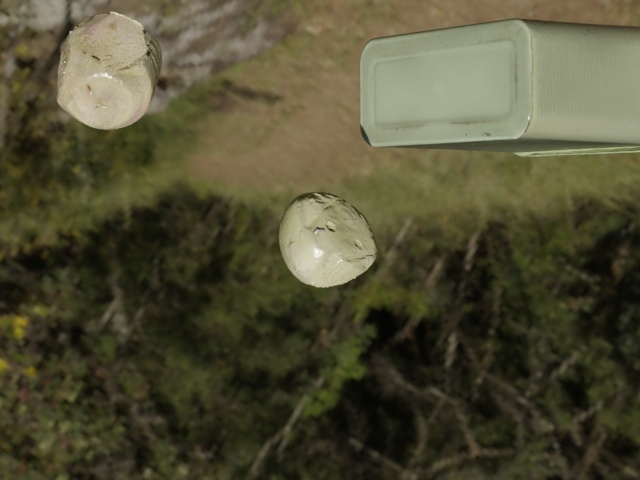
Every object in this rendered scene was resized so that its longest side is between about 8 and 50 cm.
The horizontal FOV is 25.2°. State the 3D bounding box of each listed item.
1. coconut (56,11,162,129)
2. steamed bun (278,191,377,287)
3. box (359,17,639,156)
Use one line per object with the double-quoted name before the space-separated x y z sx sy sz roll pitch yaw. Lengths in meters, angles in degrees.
"coconut" -0.214 -0.179 1.456 0.110 0.124 0.110 1 137 1
"steamed bun" 0.000 0.000 1.717 0.130 0.091 0.112 2 -122 -50
"box" 0.288 -0.208 1.996 0.343 0.177 0.352 -3 -177 -39
